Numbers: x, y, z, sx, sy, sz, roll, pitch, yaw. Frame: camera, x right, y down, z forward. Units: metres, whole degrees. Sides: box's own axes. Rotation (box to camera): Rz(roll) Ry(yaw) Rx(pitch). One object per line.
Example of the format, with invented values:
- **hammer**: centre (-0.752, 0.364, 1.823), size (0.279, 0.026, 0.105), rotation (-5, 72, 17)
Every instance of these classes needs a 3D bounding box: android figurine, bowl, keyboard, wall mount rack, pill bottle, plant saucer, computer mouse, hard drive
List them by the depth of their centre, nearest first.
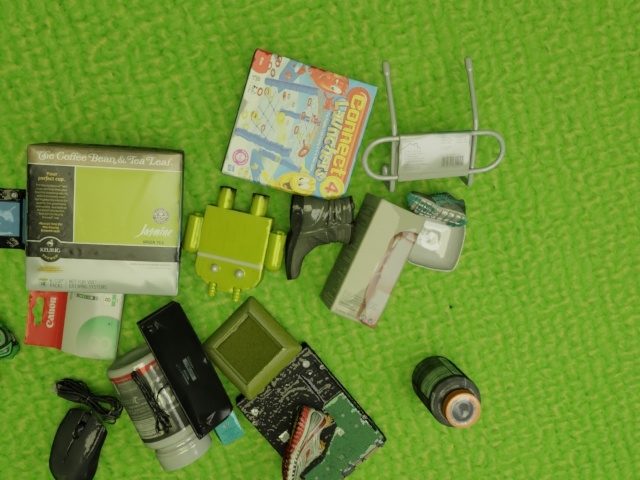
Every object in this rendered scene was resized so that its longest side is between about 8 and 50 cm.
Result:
- **keyboard**: centre (-0.339, 0.320, 1.817), size (0.201, 0.033, 0.317), rotation (-33, 103, -38)
- **wall mount rack**: centre (0.261, -0.270, 1.880), size (0.350, 0.130, 0.304), rotation (-5, 119, -7)
- **pill bottle**: centre (-0.381, 0.397, 1.894), size (0.161, 0.161, 0.283), rotation (-26, 101, -4)
- **android figurine**: centre (-0.209, 0.012, 1.898), size (0.248, 0.056, 0.273), rotation (14, 95, 7)
- **computer mouse**: centre (-0.596, 0.485, 1.899), size (0.188, 0.072, 0.272), rotation (18, 100, 15)
- **plant saucer**: centre (-0.176, 0.265, 1.931), size (0.188, 0.045, 0.188), rotation (-45, 80, 0)
- **pill bottle**: centre (0.317, 0.381, 1.947), size (0.130, 0.245, 0.130), rotation (-1, 99, -8)
- **bowl**: centre (0.287, 0.000, 1.988), size (0.142, 0.053, 0.142), rotation (13, 96, -9)
- **hard drive**: centre (-0.021, 0.458, 2.003), size (0.237, 0.064, 0.339), rotation (-40, 100, -1)

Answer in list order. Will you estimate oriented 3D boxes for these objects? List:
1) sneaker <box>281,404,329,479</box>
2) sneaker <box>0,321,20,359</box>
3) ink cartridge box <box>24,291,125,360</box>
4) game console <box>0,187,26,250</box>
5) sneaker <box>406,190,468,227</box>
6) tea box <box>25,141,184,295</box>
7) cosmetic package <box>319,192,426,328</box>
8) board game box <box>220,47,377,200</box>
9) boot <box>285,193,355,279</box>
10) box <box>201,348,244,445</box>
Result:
- **sneaker**: centre (-0.037, 0.525, 1.935), size (0.093, 0.088, 0.225), rotation (16, 96, -11)
- **sneaker**: centre (-0.852, 0.332, 1.833), size (0.343, 0.134, 0.146), rotation (-45, 102, 0)
- **ink cartridge box**: centre (-0.593, 0.185, 1.891), size (0.225, 0.056, 0.181), rotation (8, 97, -11)
- **game console**: centre (-0.716, -0.046, 1.823), size (0.124, 0.085, 0.144), rotation (3, 97, -9)
- **sneaker**: centre (0.287, -0.092, 1.933), size (0.166, 0.065, 0.076), rotation (22, 58, -17)
- **tea box**: centre (-0.480, -0.055, 1.787), size (0.329, 0.220, 0.323), rotation (3, 98, -9)
- **cosmetic package**: centre (0.124, 0.047, 1.923), size (0.129, 0.153, 0.296), rotation (23, 96, -13)
- **board game box**: centre (-0.054, -0.266, 1.885), size (0.302, 0.086, 0.308), rotation (15, 96, -10)
- **boot**: centre (0.000, 0.000, 1.891), size (0.161, 0.083, 0.246), rotation (5, 124, -7)
- **box**: centre (-0.273, 0.376, 1.933), size (0.060, 0.100, 0.244), rotation (-27, 101, -16)
